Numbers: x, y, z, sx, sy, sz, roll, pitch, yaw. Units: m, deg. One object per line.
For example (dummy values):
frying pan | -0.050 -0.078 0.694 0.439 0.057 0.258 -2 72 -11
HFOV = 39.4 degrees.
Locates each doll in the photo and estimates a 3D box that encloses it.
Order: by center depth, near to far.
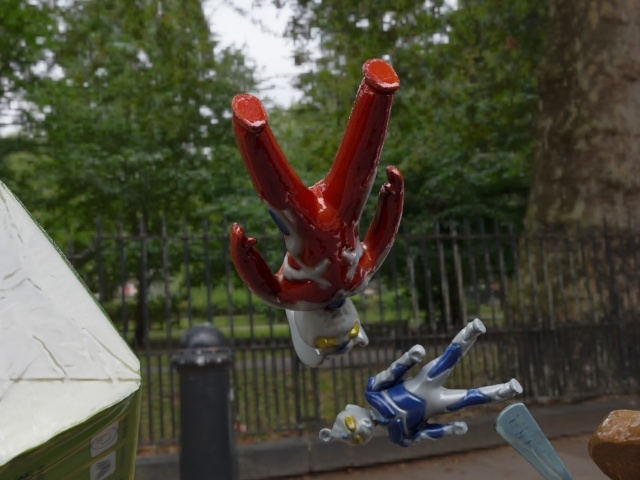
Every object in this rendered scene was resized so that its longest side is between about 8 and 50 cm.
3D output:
doll | 0.000 0.000 0.903 0.189 0.099 0.383 -19 -39 -13
doll | 0.099 0.180 0.978 0.227 0.114 0.057 -30 8 19

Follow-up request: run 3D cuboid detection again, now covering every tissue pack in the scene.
tissue pack | -0.239 0.131 0.607 0.167 0.200 0.274 -25 -30 -32

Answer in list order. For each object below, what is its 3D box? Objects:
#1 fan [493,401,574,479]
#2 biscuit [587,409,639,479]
fan | 0.341 0.346 1.265 0.057 0.282 0.023 -39 7 -11
biscuit | 0.483 0.350 0.965 0.350 0.455 0.078 19 55 45
